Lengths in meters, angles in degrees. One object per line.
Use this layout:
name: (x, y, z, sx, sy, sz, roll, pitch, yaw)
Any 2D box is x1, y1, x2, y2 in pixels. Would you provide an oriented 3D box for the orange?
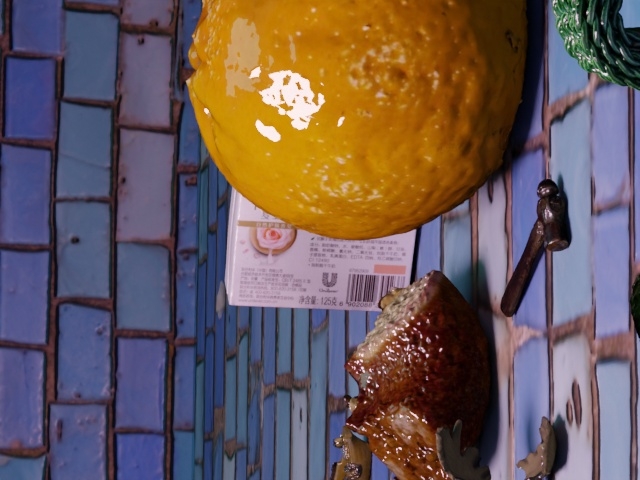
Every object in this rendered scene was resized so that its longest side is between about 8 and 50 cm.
orange: (0.025, -0.169, 1.785, 0.340, 0.293, 0.340, -178, 90, -77)

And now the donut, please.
donut: (0.103, 0.125, 1.826, 0.186, 0.144, 0.126, -59, 3, -31)

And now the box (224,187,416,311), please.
box: (0.000, 0.000, 2.099, 0.081, 0.199, 0.135, -114, 29, -68)

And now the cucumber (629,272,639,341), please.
cucumber: (0.244, 0.075, 1.260, 0.245, 0.067, 0.067, -105, 21, -57)

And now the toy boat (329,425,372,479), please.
toy boat: (0.028, 0.281, 2.275, 0.047, 0.049, 0.149, -106, 22, -58)

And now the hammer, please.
hammer: (0.177, 0.021, 1.687, 0.178, 0.021, 0.065, 108, 159, -54)

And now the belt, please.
belt: (0.220, -0.172, 1.285, 0.079, 0.121, 0.151, -141, 59, -78)

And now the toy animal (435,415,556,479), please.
toy animal: (0.162, 0.242, 1.587, 0.214, 0.094, 0.186, -156, 65, -69)
